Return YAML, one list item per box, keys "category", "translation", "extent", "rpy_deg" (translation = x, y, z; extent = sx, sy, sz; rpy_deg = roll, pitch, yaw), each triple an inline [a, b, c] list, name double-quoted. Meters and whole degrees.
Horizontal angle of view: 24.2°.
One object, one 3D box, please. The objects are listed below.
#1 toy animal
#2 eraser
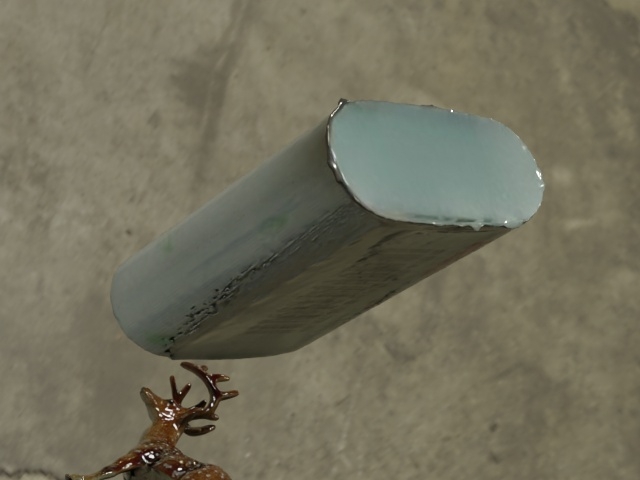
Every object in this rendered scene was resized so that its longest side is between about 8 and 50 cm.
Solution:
- category: "toy animal"
  translation: [-0.156, 0.239, 1.580]
  extent: [0.260, 0.087, 0.243]
  rpy_deg: [-17, 36, -39]
- category: "eraser"
  translation: [0.000, 0.000, 0.914]
  extent: [0.174, 0.227, 0.081]
  rpy_deg: [4, 66, -40]
